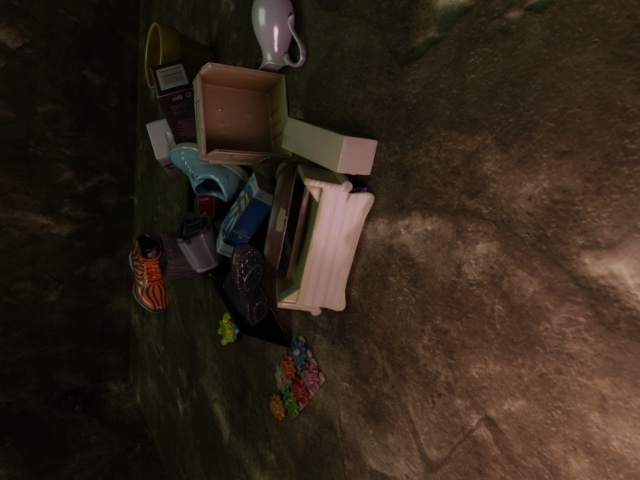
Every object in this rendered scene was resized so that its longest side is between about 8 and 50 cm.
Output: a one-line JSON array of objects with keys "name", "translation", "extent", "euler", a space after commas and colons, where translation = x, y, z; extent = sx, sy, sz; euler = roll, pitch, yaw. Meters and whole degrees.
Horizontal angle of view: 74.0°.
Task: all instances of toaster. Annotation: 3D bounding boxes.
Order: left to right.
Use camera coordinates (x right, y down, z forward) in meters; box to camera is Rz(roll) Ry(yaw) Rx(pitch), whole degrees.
[{"name": "toaster", "translation": [-0.413, 0.008, 1.470], "extent": [0.227, 0.129, 0.147], "euler": [-121, 10, -62]}]

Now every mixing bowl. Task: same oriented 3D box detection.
[{"name": "mixing bowl", "translation": [-0.406, -0.154, 1.677], "extent": [0.181, 0.098, 0.182], "euler": [7, 98, 55]}]

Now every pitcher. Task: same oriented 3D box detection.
[{"name": "pitcher", "translation": [-0.116, -0.610, 1.239], "extent": [0.177, 0.125, 0.207], "euler": [11, 113, 33]}]

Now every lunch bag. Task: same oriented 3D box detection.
[{"name": "lunch bag", "translation": [-0.594, 0.080, 1.837], "extent": [0.287, 0.235, 0.169], "euler": [-46, 61, 45]}]

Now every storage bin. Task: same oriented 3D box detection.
[{"name": "storage bin", "translation": [-0.237, -0.372, 1.289], "extent": [0.123, 0.260, 0.262], "euler": [-12, 82, 58]}]

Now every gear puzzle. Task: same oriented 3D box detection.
[{"name": "gear puzzle", "translation": [-0.103, 0.449, 1.319], "extent": [0.175, 0.044, 0.339], "euler": [57, 135, 32]}]

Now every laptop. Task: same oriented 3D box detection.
[{"name": "laptop", "translation": [-0.215, 0.118, 1.491], "extent": [0.382, 0.236, 0.408], "euler": [-5, 59, 54]}]

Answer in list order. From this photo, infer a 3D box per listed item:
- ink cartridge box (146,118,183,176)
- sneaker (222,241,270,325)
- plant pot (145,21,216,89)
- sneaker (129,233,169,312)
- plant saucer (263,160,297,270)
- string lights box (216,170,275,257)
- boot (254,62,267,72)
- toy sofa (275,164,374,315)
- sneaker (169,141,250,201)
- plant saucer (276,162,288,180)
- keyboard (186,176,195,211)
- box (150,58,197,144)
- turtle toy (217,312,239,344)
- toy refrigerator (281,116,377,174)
[{"name": "ink cartridge box", "translation": [-0.627, -0.379, 1.751], "extent": [0.219, 0.092, 0.160], "euler": [124, 127, -79]}, {"name": "sneaker", "translation": [-0.228, 0.120, 1.214], "extent": [0.130, 0.109, 0.286], "euler": [26, 133, 30]}, {"name": "plant pot", "translation": [-0.577, -0.741, 1.765], "extent": [0.254, 0.239, 0.254], "euler": [4, 95, 55]}, {"name": "sneaker", "translation": [-0.665, 0.113, 1.645], "extent": [0.321, 0.124, 0.180], "euler": [58, 138, 22]}, {"name": "plant saucer", "translation": [-0.115, -0.072, 1.181], "extent": [0.310, 0.050, 0.311], "euler": [-169, 90, -85]}, {"name": "string lights box", "translation": [-0.244, -0.079, 1.381], "extent": [0.260, 0.076, 0.133], "euler": [-53, 30, 19]}, {"name": "boot", "translation": [-0.217, -0.547, 1.432], "extent": [0.121, 0.045, 0.099], "euler": [29, 118, 43]}, {"name": "toy sofa", "translation": [0.000, 0.000, 1.094], "extent": [0.150, 0.177, 0.363], "euler": [-111, 32, -66]}, {"name": "sneaker", "translation": [-0.433, -0.245, 1.532], "extent": [0.365, 0.150, 0.135], "euler": [22, 138, 23]}, {"name": "plant saucer", "translation": [-0.119, -0.204, 1.339], "extent": [0.083, 0.013, 0.084], "euler": [4, 94, 54]}, {"name": "keyboard", "translation": [-0.624, -0.228, 2.052], "extent": [0.100, 0.038, 0.192], "euler": [-135, 48, -74]}, {"name": "box", "translation": [-0.515, -0.468, 1.639], "extent": [0.381, 0.143, 0.191], "euler": [83, 165, -56]}, {"name": "turtle toy", "translation": [-0.359, 0.340, 1.665], "extent": [0.130, 0.066, 0.095], "euler": [61, 137, 33]}, {"name": "toy refrigerator", "translation": [0.013, -0.240, 1.074], "extent": [0.269, 0.102, 0.094], "euler": [34, 119, 48]}]
